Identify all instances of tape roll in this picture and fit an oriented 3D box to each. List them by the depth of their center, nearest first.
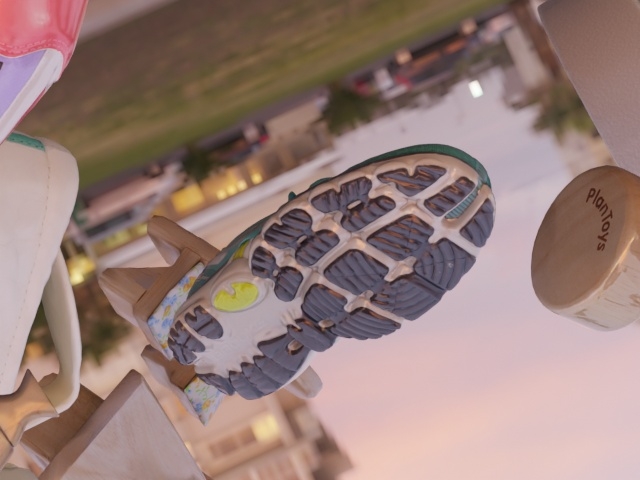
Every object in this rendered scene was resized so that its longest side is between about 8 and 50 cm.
[{"bbox_3d":[0.292,-0.031,1.362,0.072,0.392,0.392,-31,-178,13],"label":"tape roll"}]

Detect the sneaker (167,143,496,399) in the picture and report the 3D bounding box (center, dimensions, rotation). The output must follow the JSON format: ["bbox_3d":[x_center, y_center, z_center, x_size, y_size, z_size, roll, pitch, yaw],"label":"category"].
[{"bbox_3d":[0.000,0.000,1.090,0.275,0.107,0.110,-30,-150,45],"label":"sneaker"}]

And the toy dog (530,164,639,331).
[{"bbox_3d":[0.257,-0.023,0.839,0.334,0.161,0.220,2,165,43],"label":"toy dog"}]

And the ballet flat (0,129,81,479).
[{"bbox_3d":[-0.192,0.116,0.940,0.139,0.400,0.139,9,-151,-5],"label":"ballet flat"}]

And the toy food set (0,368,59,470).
[{"bbox_3d":[-0.149,0.065,0.543,0.122,0.078,0.019,-43,-177,-10],"label":"toy food set"}]

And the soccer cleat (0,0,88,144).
[{"bbox_3d":[-0.185,-0.104,0.599,0.095,0.248,0.083,-64,155,-5],"label":"soccer cleat"}]

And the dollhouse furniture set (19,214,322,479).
[{"bbox_3d":[-0.115,0.257,1.525,0.362,0.256,0.394,-50,154,-17],"label":"dollhouse furniture set"}]
